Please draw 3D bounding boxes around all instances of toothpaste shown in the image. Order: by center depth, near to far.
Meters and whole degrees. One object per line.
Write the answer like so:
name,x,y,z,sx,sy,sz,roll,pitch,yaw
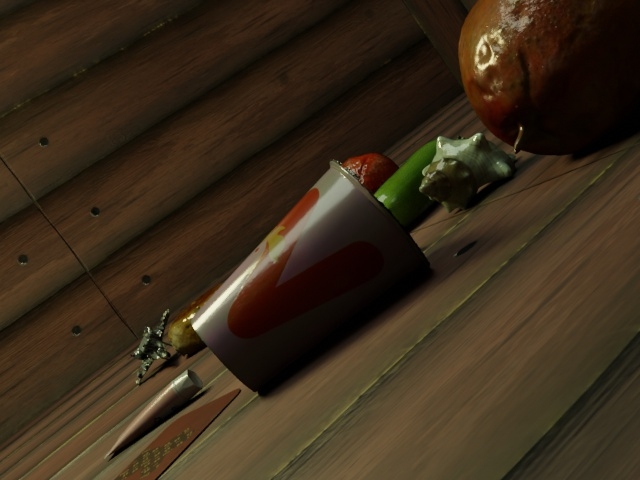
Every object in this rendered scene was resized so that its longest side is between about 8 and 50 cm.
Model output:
toothpaste,-0.276,0.287,1.460,0.194,0.043,0.067,-40,6,10

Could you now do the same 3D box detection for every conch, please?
conch,0.243,-0.124,1.439,0.234,0.114,0.137,-31,17,-20

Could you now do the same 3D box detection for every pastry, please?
pastry,-0.257,0.174,2.002,0.192,0.093,0.182,-32,9,28

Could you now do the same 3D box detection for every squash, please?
squash,0.199,-0.120,1.701,0.101,0.101,0.378,-30,6,43

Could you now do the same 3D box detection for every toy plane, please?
toy plane,-0.386,0.249,2.062,0.262,0.088,0.192,151,142,-80

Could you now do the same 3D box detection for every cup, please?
cup,-0.024,0.057,1.195,0.288,0.203,0.203,-43,6,-2

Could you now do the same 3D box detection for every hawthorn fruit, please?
hawthorn fruit,0.318,-0.230,1.214,0.277,0.277,0.298,-27,32,56
hawthorn fruit,0.093,-0.098,1.865,0.179,0.173,0.173,-38,6,-36

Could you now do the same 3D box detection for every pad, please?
pad,-0.225,0.297,1.223,0.181,0.004,0.267,-31,7,37
